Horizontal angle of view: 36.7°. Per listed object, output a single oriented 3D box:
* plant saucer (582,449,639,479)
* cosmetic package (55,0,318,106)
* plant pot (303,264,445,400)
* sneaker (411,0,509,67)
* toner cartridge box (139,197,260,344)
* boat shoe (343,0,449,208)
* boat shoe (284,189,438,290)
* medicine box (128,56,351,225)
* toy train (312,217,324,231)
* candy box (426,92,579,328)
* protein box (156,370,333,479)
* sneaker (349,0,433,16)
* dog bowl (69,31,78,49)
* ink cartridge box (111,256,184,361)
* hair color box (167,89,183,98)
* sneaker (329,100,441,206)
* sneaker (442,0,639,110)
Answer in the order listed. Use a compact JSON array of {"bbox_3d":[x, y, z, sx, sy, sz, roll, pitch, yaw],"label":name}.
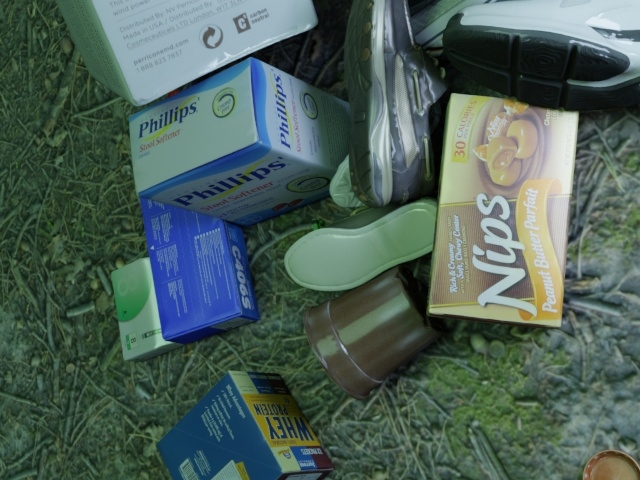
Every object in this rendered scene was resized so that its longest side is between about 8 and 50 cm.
[{"bbox_3d":[0.395,0.324,1.297,0.083,0.013,0.083,-7,79,35],"label":"plant saucer"},{"bbox_3d":[-0.259,-0.452,1.568,0.329,0.327,0.394,-27,24,-14],"label":"cosmetic package"},{"bbox_3d":[0.089,0.132,1.471,0.165,0.167,0.167,-34,63,18],"label":"plant pot"},{"bbox_3d":[0.216,-0.318,1.469,0.126,0.127,0.321,-61,21,-19],"label":"sneaker"},{"bbox_3d":[-0.226,-0.001,1.749,0.165,0.075,0.347,-18,71,19],"label":"toner cartridge box"},{"bbox_3d":[0.113,-0.227,1.427,0.132,0.130,0.355,-153,62,-71],"label":"boat shoe"},{"bbox_3d":[0.080,-0.001,1.536,0.305,0.091,0.109,-20,103,33],"label":"boat shoe"},{"bbox_3d":[-0.117,-0.149,1.580,0.263,0.289,0.149,-19,71,32],"label":"medicine box"},{"bbox_3d":[0.000,0.000,1.634,0.017,0.024,0.083,-24,69,30],"label":"toy train"},{"bbox_3d":[0.257,-0.040,1.371,0.183,0.087,0.316,6,85,5],"label":"candy box"},{"bbox_3d":[-0.127,0.355,1.591,0.201,0.136,0.200,-46,59,20],"label":"protein box"},{"bbox_3d":[0.120,-0.414,1.482,0.227,0.130,0.087,-25,33,51],"label":"sneaker"},{"bbox_3d":[-0.355,-0.502,1.934,0.349,0.102,0.348,-7,78,35],"label":"dog bowl"},{"bbox_3d":[-0.288,0.111,1.805,0.225,0.056,0.181,-24,69,32],"label":"ink cartridge box"},{"bbox_3d":[-0.217,-0.246,1.806,0.141,0.072,0.043,18,92,36],"label":"hair color box"},{"bbox_3d":[0.091,-0.147,1.545,0.232,0.090,0.115,-48,28,-9],"label":"sneaker"},{"bbox_3d":[0.398,-0.319,1.289,0.448,0.169,0.257,7,70,11],"label":"sneaker"}]
